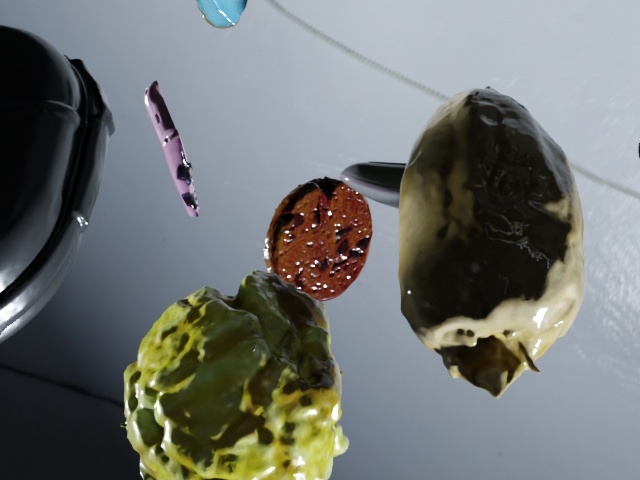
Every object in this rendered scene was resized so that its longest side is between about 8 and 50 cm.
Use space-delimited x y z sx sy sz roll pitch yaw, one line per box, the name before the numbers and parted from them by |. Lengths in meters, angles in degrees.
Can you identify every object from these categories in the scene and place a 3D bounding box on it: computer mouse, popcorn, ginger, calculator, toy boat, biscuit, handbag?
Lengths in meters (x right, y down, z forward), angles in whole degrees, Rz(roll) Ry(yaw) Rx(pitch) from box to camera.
computer mouse | 0.137 -0.061 1.345 0.232 0.120 0.057 5 85 24
popcorn | -0.088 0.190 1.193 0.247 0.282 0.282 -17 98 8
ginger | 0.128 -0.013 0.821 0.138 0.267 0.152 -3 139 8
calculator | -0.291 -0.167 2.119 0.043 0.294 0.194 -21 59 -9
toy boat | -0.132 -0.343 1.330 0.077 0.075 0.185 42 151 42
biscuit | 0.000 0.000 1.575 0.049 0.192 0.192 27 118 54
handbag | -0.294 -0.045 0.848 0.253 0.308 0.093 -4 145 14

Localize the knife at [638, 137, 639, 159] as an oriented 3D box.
knife | 0.428 -0.181 1.325 0.028 0.015 0.210 42 133 37
